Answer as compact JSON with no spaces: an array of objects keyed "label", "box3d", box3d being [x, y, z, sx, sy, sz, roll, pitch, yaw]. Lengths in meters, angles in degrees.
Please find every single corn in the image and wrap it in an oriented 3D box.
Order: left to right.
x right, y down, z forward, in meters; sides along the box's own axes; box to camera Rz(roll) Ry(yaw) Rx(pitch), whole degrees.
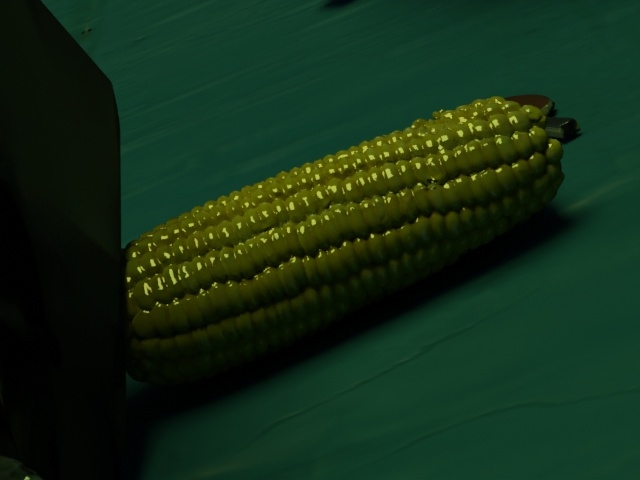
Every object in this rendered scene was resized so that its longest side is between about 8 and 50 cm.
[{"label":"corn","box3d":[0.000,0.000,0.744,0.206,0.067,0.067,-25,22,-3]}]

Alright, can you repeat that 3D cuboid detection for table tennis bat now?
[{"label":"table tennis bat","box3d":[0.091,-0.054,0.857,0.050,0.007,0.083,-33,21,-23]}]

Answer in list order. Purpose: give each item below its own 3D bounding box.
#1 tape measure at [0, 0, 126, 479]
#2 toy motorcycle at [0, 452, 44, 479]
[{"label":"tape measure","box3d":[-0.173,0.023,0.613,0.138,0.262,0.259,-13,-20,17]},{"label":"toy motorcycle","box3d":[-0.146,0.169,0.403,0.298,0.171,0.089,-36,-17,-34]}]
